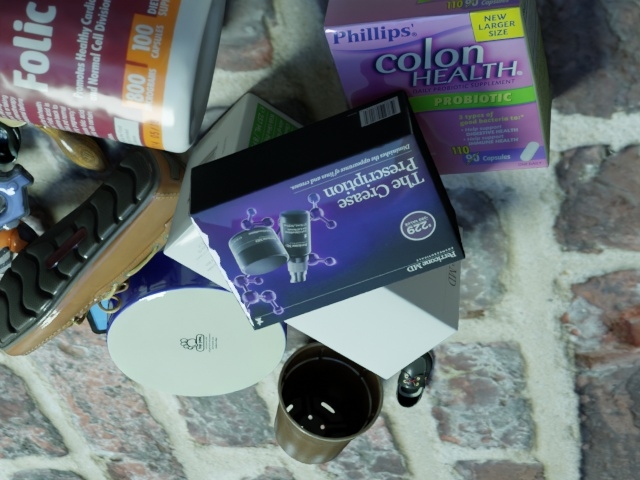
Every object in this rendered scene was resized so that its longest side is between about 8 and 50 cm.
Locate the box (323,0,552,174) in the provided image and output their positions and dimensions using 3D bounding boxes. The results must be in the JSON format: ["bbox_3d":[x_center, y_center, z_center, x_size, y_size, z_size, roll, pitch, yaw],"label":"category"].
[{"bbox_3d":[0.142,-0.197,1.416,0.214,0.117,0.243,-3,138,17],"label":"box"}]

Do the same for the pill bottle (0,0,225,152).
[{"bbox_3d":[-0.316,-0.241,1.387,0.392,0.224,0.224,11,140,-1],"label":"pill bottle"}]

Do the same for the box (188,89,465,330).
[{"bbox_3d":[0.008,-0.030,1.406,0.261,0.103,0.184,-20,127,11],"label":"box"}]

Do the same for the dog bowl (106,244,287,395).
[{"bbox_3d":[-0.180,0.113,1.829,0.265,0.104,0.265,-2,137,-2],"label":"dog bowl"}]

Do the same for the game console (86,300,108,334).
[{"bbox_3d":[-0.327,0.100,1.905,0.122,0.071,0.107,-10,169,22],"label":"game console"}]

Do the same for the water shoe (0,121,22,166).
[{"bbox_3d":[-0.462,-0.171,1.598,0.073,0.080,0.203,-39,131,19],"label":"water shoe"}]

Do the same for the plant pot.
[{"bbox_3d":[0.000,0.270,1.976,0.167,0.167,0.165,15,147,-4],"label":"plant pot"}]

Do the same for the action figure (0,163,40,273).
[{"bbox_3d":[-0.538,-0.006,1.762,0.341,0.178,0.330,-21,130,-1],"label":"action figure"}]

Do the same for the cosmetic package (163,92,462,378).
[{"bbox_3d":[0.000,0.000,1.620,0.366,0.197,0.155,29,133,-23],"label":"cosmetic package"}]

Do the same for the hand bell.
[{"bbox_3d":[-0.356,-0.153,1.615,0.126,0.126,0.242,-15,145,28],"label":"hand bell"}]

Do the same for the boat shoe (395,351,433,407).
[{"bbox_3d":[0.147,0.215,1.960,0.049,0.042,0.133,12,139,2],"label":"boat shoe"}]

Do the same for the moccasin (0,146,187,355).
[{"bbox_3d":[-0.309,0.026,1.717,0.380,0.139,0.147,-46,141,13],"label":"moccasin"}]
